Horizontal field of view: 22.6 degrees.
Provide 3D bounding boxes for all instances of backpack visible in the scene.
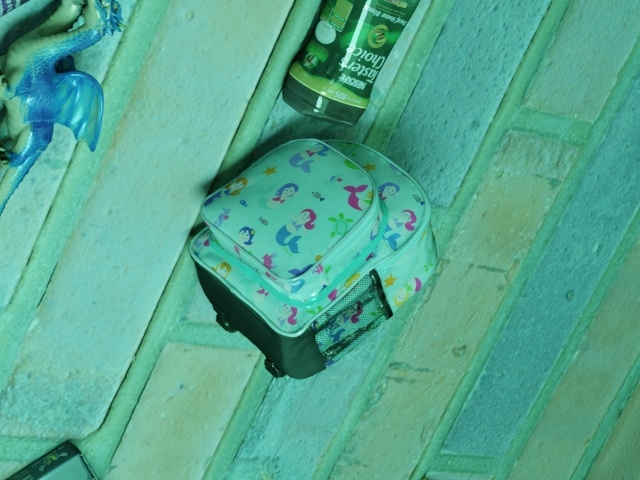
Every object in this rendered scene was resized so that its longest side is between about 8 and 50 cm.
[{"bbox_3d":[0.000,0.000,1.804,0.253,0.225,0.191,-34,140,-22],"label":"backpack"}]

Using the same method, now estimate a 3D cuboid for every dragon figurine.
[{"bbox_3d":[-0.267,-0.134,1.585,0.144,0.085,0.289,-15,126,-31],"label":"dragon figurine"}]

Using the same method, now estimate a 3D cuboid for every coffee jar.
[{"bbox_3d":[0.033,-0.218,1.780,0.096,0.079,0.184,11,112,-44],"label":"coffee jar"}]

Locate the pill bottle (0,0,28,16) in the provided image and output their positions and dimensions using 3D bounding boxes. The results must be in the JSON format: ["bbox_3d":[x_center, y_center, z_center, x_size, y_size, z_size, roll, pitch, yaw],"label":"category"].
[{"bbox_3d":[-0.343,-0.255,1.366,0.323,0.181,0.181,-34,135,-16],"label":"pill bottle"}]

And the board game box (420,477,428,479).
[{"bbox_3d":[0.055,0.518,2.332,0.317,0.064,0.242,-28,133,-22],"label":"board game box"}]

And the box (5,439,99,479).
[{"bbox_3d":[-0.342,0.372,1.863,0.233,0.059,0.183,-32,113,-19],"label":"box"}]
